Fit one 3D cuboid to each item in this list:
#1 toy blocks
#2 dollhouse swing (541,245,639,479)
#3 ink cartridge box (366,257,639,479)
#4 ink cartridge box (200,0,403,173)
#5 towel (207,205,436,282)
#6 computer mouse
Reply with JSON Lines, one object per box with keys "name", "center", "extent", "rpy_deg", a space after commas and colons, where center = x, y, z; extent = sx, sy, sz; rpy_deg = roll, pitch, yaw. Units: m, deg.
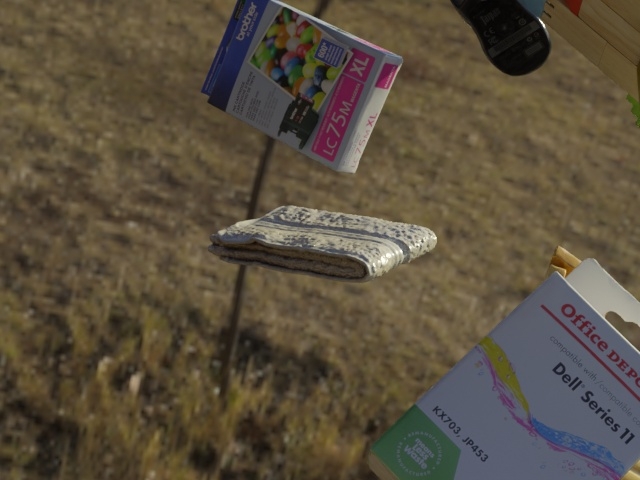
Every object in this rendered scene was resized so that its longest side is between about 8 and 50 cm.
{"name": "toy blocks", "center": [0.349, -0.327, 1.596], "extent": [0.191, 0.381, 0.261], "rpy_deg": [-35, 67, -24]}
{"name": "dollhouse swing", "center": [0.438, 0.261, 2.201], "extent": [0.305, 0.315, 0.347], "rpy_deg": [19, 44, 8]}
{"name": "ink cartridge box", "center": [0.245, 0.182, 1.534], "extent": [0.207, 0.353, 0.119], "rpy_deg": [45, -12, 13]}
{"name": "ink cartridge box", "center": [-0.046, -0.245, 2.117], "extent": [0.311, 0.186, 0.065], "rpy_deg": [30, 14, 30]}
{"name": "towel", "center": [0.000, 0.000, 1.978], "extent": [0.282, 0.049, 0.187], "rpy_deg": [9, 20, 34]}
{"name": "computer mouse", "center": [0.272, -0.373, 2.075], "extent": [0.262, 0.184, 0.060], "rpy_deg": [43, 21, -26]}
